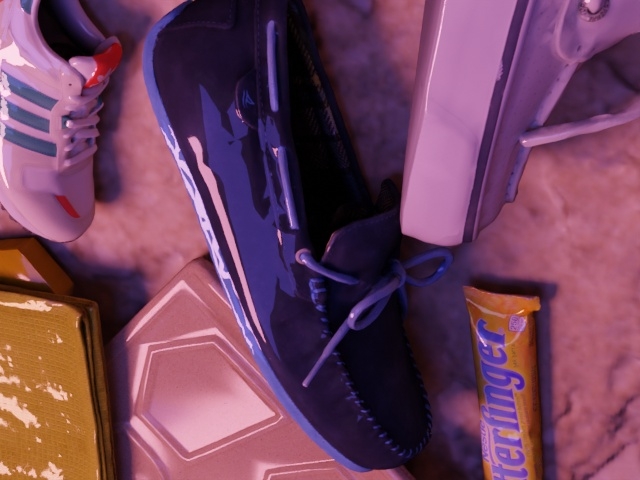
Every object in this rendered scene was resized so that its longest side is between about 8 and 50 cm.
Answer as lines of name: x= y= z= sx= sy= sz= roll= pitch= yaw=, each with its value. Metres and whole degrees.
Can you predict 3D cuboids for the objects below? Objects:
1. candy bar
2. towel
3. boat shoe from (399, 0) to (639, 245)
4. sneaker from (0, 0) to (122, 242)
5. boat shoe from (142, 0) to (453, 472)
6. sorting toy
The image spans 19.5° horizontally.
candy bar: x=0.099 y=0.094 z=0.974 sx=0.040 sy=0.018 sz=0.161 roll=5 pitch=119 yaw=20
towel: x=-0.164 y=0.137 z=1.064 sx=0.102 sy=0.021 sz=0.237 roll=8 pitch=115 yaw=21
boat shoe: x=0.133 y=-0.134 z=0.765 sx=0.156 sy=0.136 sz=0.367 roll=12 pitch=128 yaw=-2
sneaker: x=-0.134 y=-0.071 z=0.952 sx=0.075 sy=0.057 sz=0.161 roll=-1 pitch=115 yaw=29
boat shoe: x=0.000 y=0.000 z=0.909 sx=0.089 sy=0.109 sz=0.258 roll=-18 pitch=112 yaw=26
sorting toy: x=-0.088 y=0.108 z=1.053 sx=0.307 sy=0.041 sz=0.229 roll=47 pitch=124 yaw=0
